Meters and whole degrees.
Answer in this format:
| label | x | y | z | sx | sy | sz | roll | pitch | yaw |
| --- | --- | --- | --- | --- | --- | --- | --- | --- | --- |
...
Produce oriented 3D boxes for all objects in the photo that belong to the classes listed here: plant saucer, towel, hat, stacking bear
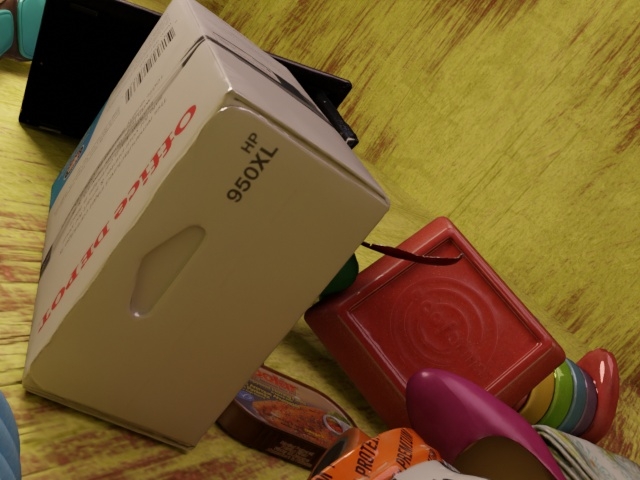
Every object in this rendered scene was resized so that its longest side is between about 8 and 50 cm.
| label | x | y | z | sx | sy | sz | roll | pitch | yaw |
| --- | --- | --- | --- | --- | --- | --- | --- | --- | --- |
| plant saucer | 0.156 | 0.117 | 0.956 | 0.258 | 0.259 | 0.047 | 51 | -22 | 13 |
| towel | 0.497 | 0.440 | 1.134 | 0.374 | 0.090 | 0.320 | 28 | 17 | -35 |
| hat | 0.037 | 0.034 | 0.968 | 0.184 | 0.173 | 0.208 | 17 | 15 | -16 |
| stacking bear | 0.339 | 0.243 | 1.256 | 0.289 | 0.175 | 0.164 | 20 | 52 | -23 |

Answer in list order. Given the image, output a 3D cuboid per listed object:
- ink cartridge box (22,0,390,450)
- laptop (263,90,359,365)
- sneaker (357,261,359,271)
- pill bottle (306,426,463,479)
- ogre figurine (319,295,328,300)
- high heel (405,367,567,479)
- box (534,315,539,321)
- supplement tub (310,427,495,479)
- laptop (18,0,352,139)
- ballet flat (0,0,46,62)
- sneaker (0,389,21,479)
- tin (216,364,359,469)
| label | x | y | z | sx | sy | sz | roll | pitch | yaw |
| --- | --- | --- | --- | --- | --- | --- | --- | --- | --- |
| ink cartridge box | -0.132 | -0.046 | 0.725 | 0.166 | 0.285 | 0.395 | 31 | 16 | -27 |
| laptop | -0.033 | -0.021 | 0.897 | 0.136 | 0.264 | 0.234 | 42 | 11 | -23 |
| sneaker | 0.000 | 0.000 | 1.198 | 0.131 | 0.148 | 0.350 | 43 | 14 | 20 |
| pill bottle | 0.100 | 0.263 | 0.628 | 0.246 | 0.130 | 0.130 | 36 | 14 | -2 |
| ogre figurine | 0.065 | 0.123 | 1.052 | 0.118 | 0.097 | 0.197 | 51 | -21 | 34 |
| high heel | 0.220 | 0.292 | 0.773 | 0.377 | 0.127 | 0.181 | 47 | 5 | 9 |
| box | 0.325 | 0.161 | 1.545 | 0.231 | 0.126 | 0.262 | 38 | 13 | 12 |
| supplement tub | 0.106 | 0.284 | 0.412 | 0.338 | 0.207 | 0.207 | 46 | 16 | 28 |
| laptop | -0.217 | -0.239 | 1.099 | 0.382 | 0.408 | 0.236 | 14 | 55 | -23 |
| ballet flat | -0.497 | -0.319 | 1.110 | 0.124 | 0.116 | 0.342 | 10 | 23 | 0 |
| sneaker | -0.263 | 0.091 | 0.301 | 0.319 | 0.127 | 0.208 | 40 | 12 | -35 |
| tin | -0.037 | 0.178 | 0.762 | 0.190 | 0.040 | 0.106 | 30 | 19 | -27 |
